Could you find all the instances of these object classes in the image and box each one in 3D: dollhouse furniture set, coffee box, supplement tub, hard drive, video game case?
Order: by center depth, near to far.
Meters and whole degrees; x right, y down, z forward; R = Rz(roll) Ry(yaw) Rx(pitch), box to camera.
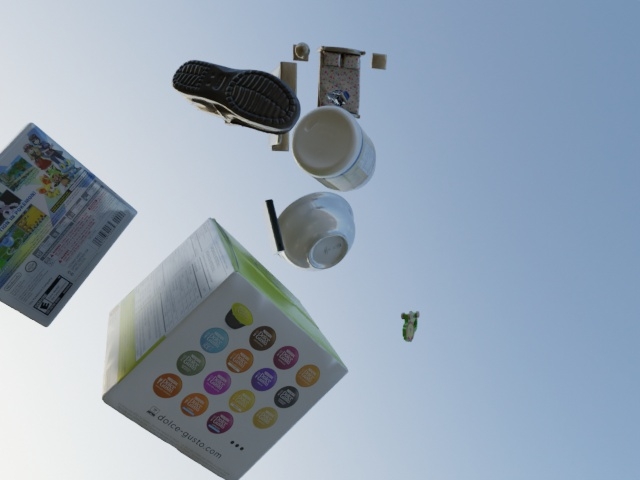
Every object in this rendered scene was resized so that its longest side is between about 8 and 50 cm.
[{"bbox_3d":[0.036,-0.183,1.089,0.144,0.200,0.144,-2,-97,18],"label":"supplement tub"},{"bbox_3d":[-0.601,-0.028,1.103,0.036,0.329,0.300,9,-30,45],"label":"video game case"},{"bbox_3d":[-0.210,0.213,1.104,0.334,0.338,0.337,-44,-63,-1],"label":"coffee box"},{"bbox_3d":[-0.123,-0.033,1.339,0.094,0.022,0.135,151,-74,-75],"label":"hard drive"},{"bbox_3d":[0.039,-0.401,1.469,0.174,0.355,0.303,-153,-116,-71],"label":"dollhouse furniture set"}]

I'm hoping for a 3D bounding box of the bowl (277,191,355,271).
[{"bbox_3d":[0.000,0.000,1.688,0.134,0.298,0.298,57,-41,45],"label":"bowl"}]

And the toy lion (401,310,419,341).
[{"bbox_3d":[0.290,0.279,1.678,0.034,0.100,0.096,-4,-93,32],"label":"toy lion"}]

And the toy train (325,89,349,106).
[{"bbox_3d":[0.040,-0.323,1.170,0.036,0.158,0.027,-31,-71,4],"label":"toy train"}]

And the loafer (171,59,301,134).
[{"bbox_3d":[-0.199,-0.353,1.306,0.366,0.134,0.130,27,-13,22],"label":"loafer"}]
